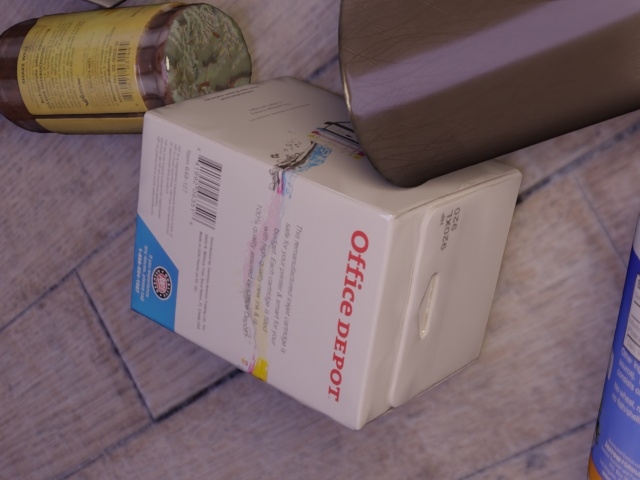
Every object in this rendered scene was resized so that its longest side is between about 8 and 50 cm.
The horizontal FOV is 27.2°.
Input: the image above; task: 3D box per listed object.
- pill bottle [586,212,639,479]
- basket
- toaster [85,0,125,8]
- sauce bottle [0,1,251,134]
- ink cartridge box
[{"bbox_3d":[0.259,0.052,0.810,0.152,0.152,0.272,21,116,34],"label":"pill bottle"},{"bbox_3d":[0.148,-0.144,0.836,0.227,0.154,0.204,-9,55,35],"label":"basket"},{"bbox_3d":[-0.171,-0.292,1.058,0.185,0.110,0.168,-20,70,40],"label":"toaster"},{"bbox_3d":[-0.218,-0.149,1.172,0.344,0.111,0.111,5,107,38],"label":"sauce bottle"},{"bbox_3d":[0.000,0.000,0.998,0.232,0.168,0.171,26,120,32],"label":"ink cartridge box"}]
